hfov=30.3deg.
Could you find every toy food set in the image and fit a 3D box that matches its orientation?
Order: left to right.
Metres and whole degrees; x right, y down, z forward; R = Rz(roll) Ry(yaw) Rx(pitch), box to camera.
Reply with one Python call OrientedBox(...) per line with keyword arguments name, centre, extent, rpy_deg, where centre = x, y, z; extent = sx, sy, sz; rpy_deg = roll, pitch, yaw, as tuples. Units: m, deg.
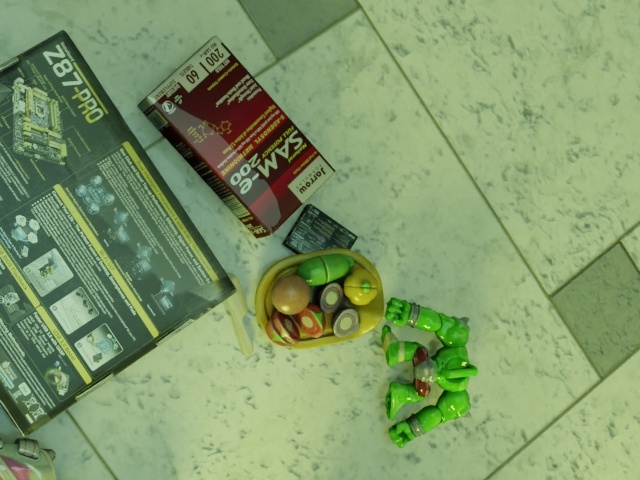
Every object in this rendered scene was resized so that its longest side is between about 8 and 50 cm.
OrientedBox(name="toy food set", centre=(-0.012, 0.083, 1.559), extent=(0.218, 0.071, 0.128), rpy_deg=(-11, 95, -14))

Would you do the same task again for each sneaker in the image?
OrientedBox(name="sneaker", centre=(-0.381, 0.277, 1.423), extent=(0.252, 0.103, 0.111), rpy_deg=(46, 71, -18))

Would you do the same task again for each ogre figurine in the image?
OrientedBox(name="ogre figurine", centre=(0.147, 0.178, 1.610), extent=(0.118, 0.097, 0.197), rpy_deg=(-2, 75, -8))

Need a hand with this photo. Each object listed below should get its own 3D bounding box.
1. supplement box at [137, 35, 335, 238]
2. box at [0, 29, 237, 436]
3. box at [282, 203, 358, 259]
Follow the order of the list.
OrientedBox(name="supplement box", centre=(-0.110, -0.133, 1.556), extent=(0.130, 0.073, 0.239), rpy_deg=(-46, 101, -17))
OrientedBox(name="box", centre=(-0.341, -0.011, 1.454), extent=(0.318, 0.097, 0.395), rpy_deg=(-35, 96, -15))
OrientedBox(name="box", centre=(0.000, 0.000, 1.611), extent=(0.083, 0.018, 0.067), rpy_deg=(34, 76, -14))
